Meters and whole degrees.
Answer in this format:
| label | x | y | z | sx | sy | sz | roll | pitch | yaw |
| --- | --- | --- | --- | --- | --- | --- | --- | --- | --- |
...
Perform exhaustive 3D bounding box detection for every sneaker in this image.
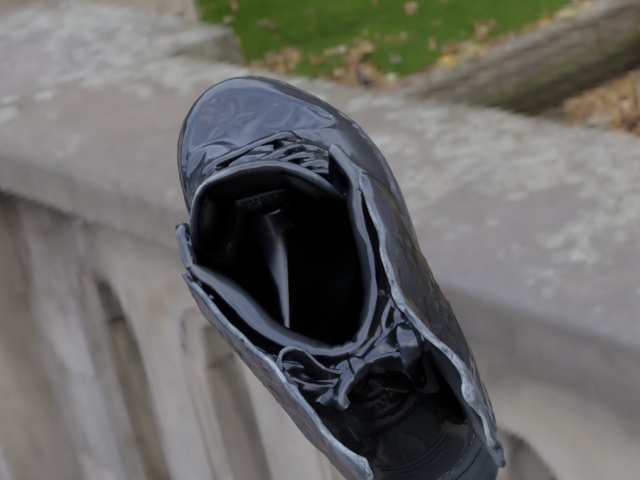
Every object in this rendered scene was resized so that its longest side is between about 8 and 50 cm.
| label | x | y | z | sx | sy | sz | roll | pitch | yaw |
| --- | --- | --- | --- | --- | --- | --- | --- | --- | --- |
| sneaker | -0.002 | 0.001 | 0.393 | 0.051 | 0.089 | 0.170 | -31 | 52 | 2 |
